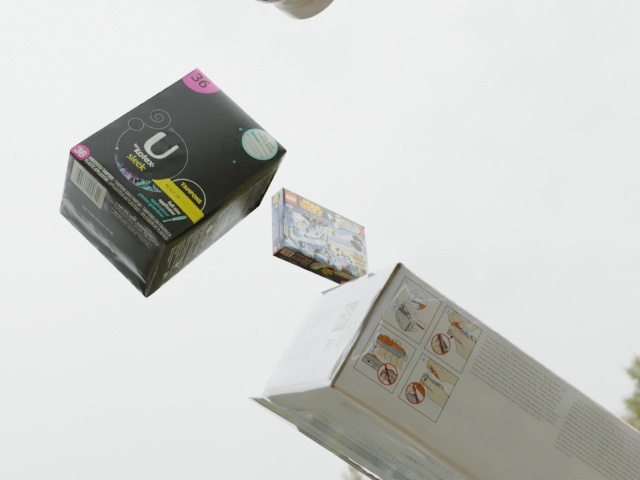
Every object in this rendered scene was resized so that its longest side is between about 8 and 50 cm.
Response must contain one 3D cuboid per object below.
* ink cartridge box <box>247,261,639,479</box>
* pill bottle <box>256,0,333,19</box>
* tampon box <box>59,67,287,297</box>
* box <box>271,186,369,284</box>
[{"bbox_3d":[0.113,0.174,0.958,0.309,0.130,0.272,35,-20,-11],"label":"ink cartridge box"},{"bbox_3d":[-0.086,-0.427,1.386,0.153,0.153,0.264,-37,-37,20],"label":"pill bottle"},{"bbox_3d":[-0.134,-0.055,0.901,0.161,0.120,0.101,-42,-9,-35],"label":"tampon box"},{"bbox_3d":[0.000,0.000,1.236,0.137,0.094,0.027,25,-45,-31],"label":"box"}]
